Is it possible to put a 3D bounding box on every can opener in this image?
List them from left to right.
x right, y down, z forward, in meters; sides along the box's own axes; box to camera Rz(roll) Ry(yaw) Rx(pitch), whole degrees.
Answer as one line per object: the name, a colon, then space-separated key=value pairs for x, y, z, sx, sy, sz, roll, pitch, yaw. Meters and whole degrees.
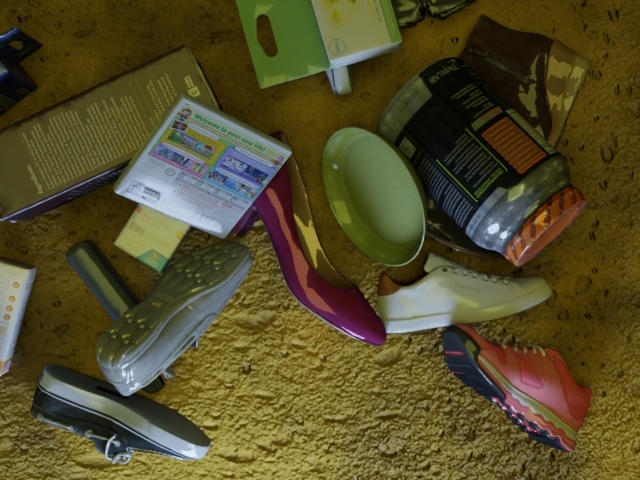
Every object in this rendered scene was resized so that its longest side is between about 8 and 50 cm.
can opener: x=-0.334 y=0.127 z=1.901 sx=0.093 sy=0.074 sz=0.280 roll=-33 pitch=92 yaw=1

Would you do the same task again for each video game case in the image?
video game case: x=-0.181 y=-0.112 z=1.776 sx=0.212 sy=0.023 sz=0.193 roll=25 pitch=116 yaw=-34

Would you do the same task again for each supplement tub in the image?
supplement tub: x=0.255 y=-0.122 z=1.808 sx=0.193 sy=0.193 sz=0.316 roll=-42 pitch=74 yaw=0

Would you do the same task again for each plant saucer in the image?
plant saucer: x=0.094 y=-0.075 z=1.846 sx=0.037 sy=0.241 sz=0.241 roll=-27 pitch=93 yaw=-32

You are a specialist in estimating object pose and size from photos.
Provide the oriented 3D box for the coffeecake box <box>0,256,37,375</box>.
coffeecake box: x=-0.568 y=0.115 z=1.898 sx=0.142 sy=0.068 sz=0.185 roll=16 pitch=92 yaw=-2

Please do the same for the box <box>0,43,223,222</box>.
box: x=-0.347 y=-0.166 z=1.834 sx=0.381 sy=0.191 sz=0.143 roll=-26 pitch=92 yaw=-1

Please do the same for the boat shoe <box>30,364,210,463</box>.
boat shoe: x=-0.335 y=0.311 z=1.890 sx=0.306 sy=0.113 sz=0.105 roll=21 pitch=98 yaw=1

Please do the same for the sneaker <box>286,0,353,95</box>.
sneaker: x=-0.014 y=-0.354 z=1.891 sx=0.091 sy=0.094 sz=0.258 roll=-18 pitch=83 yaw=9

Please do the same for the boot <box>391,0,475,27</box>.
boot: x=0.221 y=-0.493 z=1.884 sx=0.338 sy=0.118 sz=0.223 roll=-23 pitch=95 yaw=11

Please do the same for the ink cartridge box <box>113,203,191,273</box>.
ink cartridge box: x=-0.260 y=-0.031 z=1.889 sx=0.092 sy=0.090 sz=0.143 roll=33 pitch=90 yaw=-2

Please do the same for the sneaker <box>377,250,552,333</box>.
sneaker: x=0.236 y=0.073 z=1.895 sx=0.290 sy=0.106 sz=0.123 roll=-9 pitch=95 yaw=0

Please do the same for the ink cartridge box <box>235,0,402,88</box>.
ink cartridge box: x=-0.006 y=-0.354 z=1.815 sx=0.235 sy=0.056 sz=0.171 roll=-16 pitch=83 yaw=-1

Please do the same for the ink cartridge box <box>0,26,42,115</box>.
ink cartridge box: x=-0.571 y=-0.213 z=1.827 sx=0.311 sy=0.186 sz=0.065 roll=-40 pitch=90 yaw=0

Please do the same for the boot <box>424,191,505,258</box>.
boot: x=0.225 y=-0.039 z=1.904 sx=0.219 sy=0.082 sz=0.106 roll=16 pitch=94 yaw=0

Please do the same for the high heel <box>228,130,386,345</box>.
high heel: x=0.000 y=0.000 z=1.872 sx=0.377 sy=0.127 sz=0.181 roll=41 pitch=101 yaw=1

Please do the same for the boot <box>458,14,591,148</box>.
boot: x=0.313 y=-0.231 z=1.914 sx=0.207 sy=0.090 sz=0.248 roll=23 pitch=95 yaw=12

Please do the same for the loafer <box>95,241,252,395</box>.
loafer: x=-0.229 y=0.121 z=1.855 sx=0.319 sy=0.112 sz=0.111 roll=-41 pitch=137 yaw=-28

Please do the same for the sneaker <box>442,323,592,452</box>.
sneaker: x=0.329 y=0.215 z=1.899 sx=0.314 sy=0.116 sz=0.136 roll=41 pitch=74 yaw=-20
